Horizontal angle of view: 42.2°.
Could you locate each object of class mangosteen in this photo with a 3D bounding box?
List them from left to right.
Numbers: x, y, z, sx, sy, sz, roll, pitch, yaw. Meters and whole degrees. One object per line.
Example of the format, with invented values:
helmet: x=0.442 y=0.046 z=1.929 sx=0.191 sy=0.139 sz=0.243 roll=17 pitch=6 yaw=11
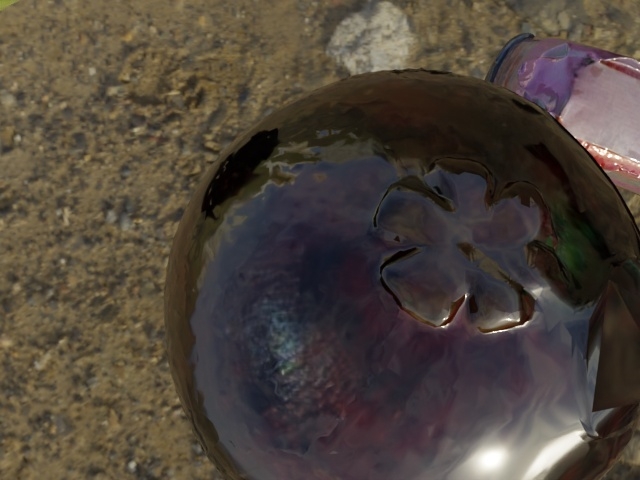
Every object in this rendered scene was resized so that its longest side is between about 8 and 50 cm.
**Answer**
mangosteen: x=0.053 y=0.046 z=0.511 sx=0.311 sy=0.311 sz=0.311 roll=6 pitch=105 yaw=23

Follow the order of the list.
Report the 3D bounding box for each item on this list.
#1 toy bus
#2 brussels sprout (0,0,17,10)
toy bus: x=0.329 y=-0.125 z=0.901 sx=0.303 sy=0.147 sz=0.127 roll=17 pitch=98 yaw=-23
brussels sprout: x=-0.378 y=-0.324 z=0.711 sx=0.344 sy=0.268 sz=0.344 roll=9 pitch=132 yaw=10
